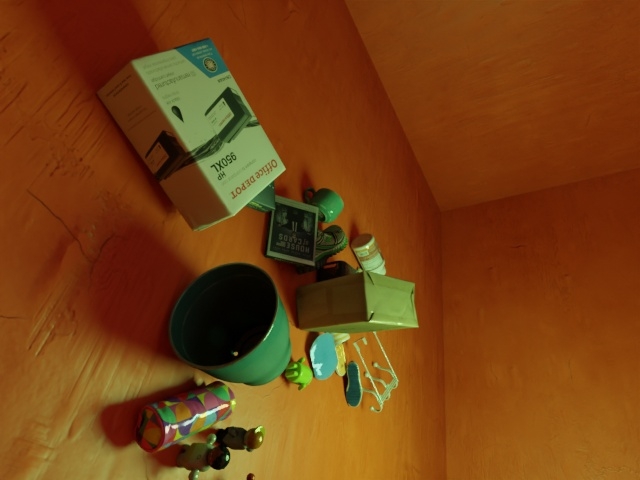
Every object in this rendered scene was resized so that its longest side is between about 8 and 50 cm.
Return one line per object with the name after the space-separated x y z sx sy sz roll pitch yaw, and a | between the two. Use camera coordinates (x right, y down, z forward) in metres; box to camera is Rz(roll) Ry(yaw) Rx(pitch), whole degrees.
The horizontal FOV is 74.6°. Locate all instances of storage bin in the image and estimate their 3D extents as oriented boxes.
0.079 0.158 1.722 0.180 0.121 0.085 37 48 -51 | storage bin

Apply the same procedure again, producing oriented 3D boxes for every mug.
0.004 -0.137 1.718 0.097 0.157 0.130 -54 147 -32 | mug

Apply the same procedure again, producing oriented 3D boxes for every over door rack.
0.232 0.551 1.865 0.239 0.108 0.325 -20 95 -62 | over door rack

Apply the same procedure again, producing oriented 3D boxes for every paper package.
0.133 0.234 1.503 0.309 0.324 0.168 15 65 -43 | paper package

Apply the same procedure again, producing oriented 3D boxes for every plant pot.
-0.196 0.237 1.063 0.255 0.271 0.272 68 25 -50 | plant pot

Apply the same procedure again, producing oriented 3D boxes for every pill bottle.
0.241 0.082 2.056 0.216 0.121 0.121 62 32 -28 | pill bottle

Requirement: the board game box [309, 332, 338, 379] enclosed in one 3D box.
0.003 0.429 1.563 0.133 0.033 0.169 -22 104 -45 | board game box

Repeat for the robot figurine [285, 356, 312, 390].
-0.071 0.440 1.388 0.115 0.067 0.101 44 30 -47 | robot figurine

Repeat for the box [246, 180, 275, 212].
-0.236 -0.205 1.352 0.232 0.059 0.184 21 62 -57 | box

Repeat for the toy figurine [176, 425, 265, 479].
-0.216 0.555 0.986 0.213 0.148 0.210 15 66 -59 | toy figurine

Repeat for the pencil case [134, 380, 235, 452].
-0.301 0.392 0.956 0.236 0.104 0.105 9 72 -63 | pencil case

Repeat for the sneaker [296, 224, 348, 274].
0.000 0.000 1.629 0.343 0.134 0.147 -39 113 -59 | sneaker

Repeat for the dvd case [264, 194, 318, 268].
-0.098 -0.033 1.476 0.179 0.029 0.239 15 60 -22 | dvd case

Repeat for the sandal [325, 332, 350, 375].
0.085 0.406 1.682 0.102 0.076 0.266 -17 94 -62 | sandal

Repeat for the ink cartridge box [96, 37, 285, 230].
-0.302 -0.268 1.076 0.395 0.166 0.285 60 38 -19 | ink cartridge box

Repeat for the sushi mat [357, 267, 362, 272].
0.201 0.260 1.931 0.151 0.019 0.317 37 34 -8 | sushi mat

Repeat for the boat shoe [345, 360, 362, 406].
0.139 0.583 1.720 0.066 0.066 0.184 -12 103 -82 | boat shoe
